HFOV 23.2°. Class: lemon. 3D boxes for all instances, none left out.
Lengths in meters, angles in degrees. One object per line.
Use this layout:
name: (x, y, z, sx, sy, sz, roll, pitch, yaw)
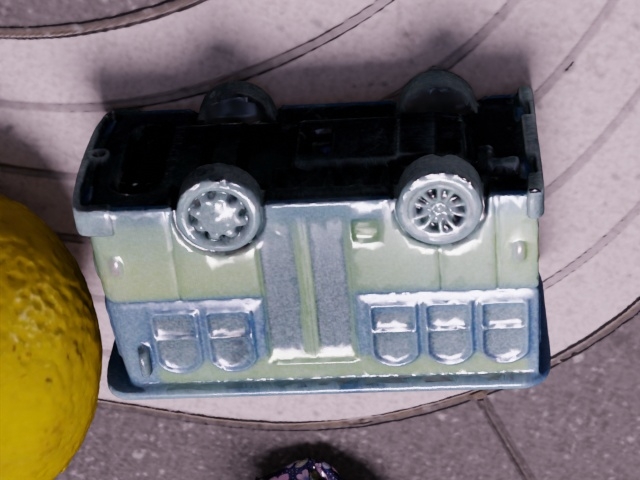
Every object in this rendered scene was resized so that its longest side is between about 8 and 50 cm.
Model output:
lemon: (-0.270, 0.073, 1.102, 0.228, 0.254, 0.228, -13, 159, -5)

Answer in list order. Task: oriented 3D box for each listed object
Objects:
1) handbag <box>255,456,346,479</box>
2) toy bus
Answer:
handbag: (0.012, 0.304, 1.258, 0.126, 0.208, 0.229, -23, 123, 25)
toy bus: (0.000, 0.000, 1.082, 0.312, 0.152, 0.190, -2, 124, 5)
